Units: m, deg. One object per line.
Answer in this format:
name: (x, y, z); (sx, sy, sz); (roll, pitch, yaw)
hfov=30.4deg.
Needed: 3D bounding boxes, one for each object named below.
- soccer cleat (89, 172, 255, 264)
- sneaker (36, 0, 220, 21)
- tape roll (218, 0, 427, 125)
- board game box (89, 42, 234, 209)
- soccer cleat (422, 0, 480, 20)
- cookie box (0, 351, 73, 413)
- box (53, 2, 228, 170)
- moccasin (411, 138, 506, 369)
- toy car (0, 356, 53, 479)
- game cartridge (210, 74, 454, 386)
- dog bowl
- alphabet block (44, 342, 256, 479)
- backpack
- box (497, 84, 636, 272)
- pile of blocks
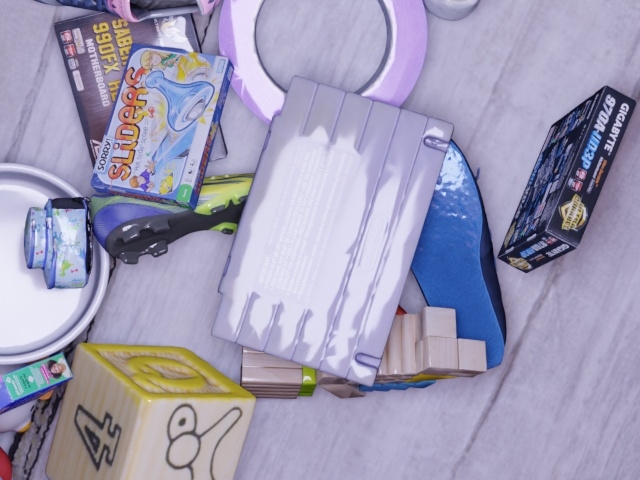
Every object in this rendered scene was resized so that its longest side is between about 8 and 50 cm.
soccer cleat: (-0.172, -0.056, 1.581); (0.289, 0.121, 0.093); (-16, 143, -29)
sneaker: (-0.265, -0.333, 1.500); (0.319, 0.131, 0.112); (-3, 137, 18)
tape roll: (0.003, -0.275, 1.579); (0.275, 0.090, 0.274); (0, 100, -2)
board game box: (-0.202, -0.148, 1.510); (0.136, 0.035, 0.201); (10, 75, 12)
soccer cleat: (0.158, -0.451, 1.522); (0.116, 0.143, 0.331); (-13, 100, 1)
cookie box: (-0.396, 0.194, 1.549); (0.092, 0.107, 0.040); (-31, 84, 36)
box: (-0.241, -0.204, 1.601); (0.183, 0.056, 0.230); (-13, 101, 1)
moccasin: (0.173, 0.014, 1.628); (0.138, 0.117, 0.341); (-8, 106, 12)
toy car: (-0.458, 0.249, 1.636); (0.238, 0.219, 0.210); (-40, 100, -23)
game cartridge: (0.012, -0.014, 1.518); (0.230, 0.068, 0.354); (18, 89, 6)
dog bowl: (-0.420, 0.033, 1.576); (0.265, 0.104, 0.264); (1, 86, -15)
alphabet block: (-0.231, 0.264, 1.587); (0.192, 0.193, 0.197); (8, 103, -44)
backpack: (-0.333, 0.005, 1.493); (0.084, 0.105, 0.114); (-3, 88, -16)
box: (0.319, -0.077, 1.542); (0.051, 0.175, 0.220); (27, 73, -6)
pile of blocks: (0.051, 0.146, 1.627); (0.362, 0.149, 0.112); (-6, 69, 17)
